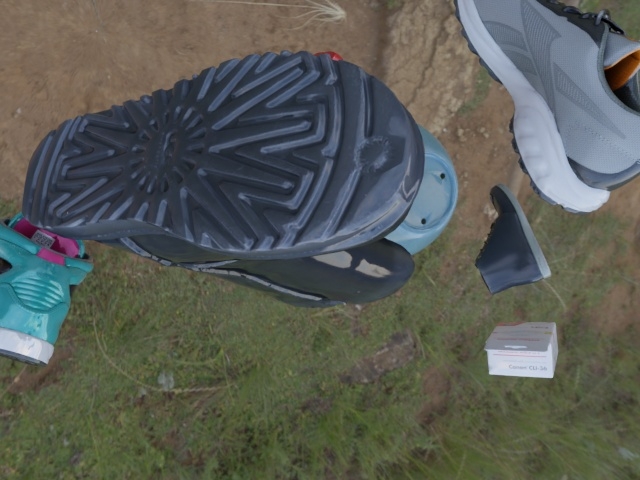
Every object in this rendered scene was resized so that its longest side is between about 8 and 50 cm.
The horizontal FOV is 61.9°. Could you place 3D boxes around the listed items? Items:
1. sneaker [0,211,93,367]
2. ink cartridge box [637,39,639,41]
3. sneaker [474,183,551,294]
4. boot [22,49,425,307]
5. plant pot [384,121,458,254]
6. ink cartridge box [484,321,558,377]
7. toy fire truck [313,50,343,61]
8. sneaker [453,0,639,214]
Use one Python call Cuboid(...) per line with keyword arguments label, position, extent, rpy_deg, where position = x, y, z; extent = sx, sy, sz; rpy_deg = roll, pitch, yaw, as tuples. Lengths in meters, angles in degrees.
Cuboid(label="sneaker", position=(-0.391, 0.056, 0.685), extent=(0.124, 0.296, 0.178), rpy_deg=(33, 64, -37))
Cuboid(label="ink cartridge box", position=(0.754, -0.350, 1.009), extent=(0.224, 0.223, 0.045), rpy_deg=(2, 101, -19))
Cuboid(label="sneaker", position=(0.337, -0.009, 1.019), extent=(0.118, 0.222, 0.083), rpy_deg=(-23, 140, 15))
Cuboid(label="boot", position=(-0.002, 0.000, 0.569), extent=(0.445, 0.367, 0.146), rpy_deg=(33, 66, -55))
Cuboid(label="plant pot", position=(0.124, -0.087, 0.930), extent=(0.290, 0.195, 0.290), rpy_deg=(-4, 99, -24))
Cuboid(label="ink cartridge box", position=(0.388, 0.211, 1.028), extent=(0.198, 0.115, 0.067), rpy_deg=(-12, 97, -62))
Cuboid(label="toy fire truck", position=(0.001, -0.227, 0.846), extent=(0.047, 0.135, 0.192), rpy_deg=(49, 64, -39))
Cuboid(label="sneaker", position=(0.200, -0.160, 0.449), extent=(0.100, 0.271, 0.108), rpy_deg=(1, 152, -35))
